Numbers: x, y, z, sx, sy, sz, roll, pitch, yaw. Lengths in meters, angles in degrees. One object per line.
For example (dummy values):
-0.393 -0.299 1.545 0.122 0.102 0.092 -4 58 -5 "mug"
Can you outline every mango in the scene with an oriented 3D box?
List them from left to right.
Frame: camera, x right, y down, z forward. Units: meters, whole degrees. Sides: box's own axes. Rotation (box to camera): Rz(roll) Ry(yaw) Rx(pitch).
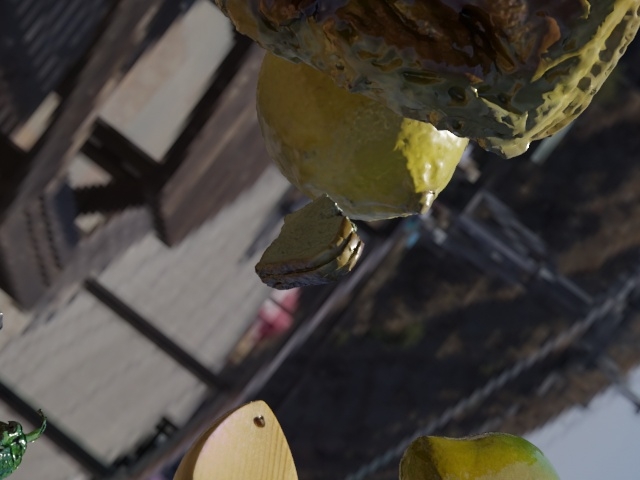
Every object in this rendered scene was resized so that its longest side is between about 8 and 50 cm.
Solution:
0.140 0.227 1.511 0.191 0.122 0.085 2 168 -43 "mango"

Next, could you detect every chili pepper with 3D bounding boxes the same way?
-0.378 0.220 1.733 0.278 0.122 0.065 -4 105 -34 "chili pepper"

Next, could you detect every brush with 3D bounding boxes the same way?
-0.126 0.342 2.276 0.166 0.174 0.267 -50 -162 41 "brush"

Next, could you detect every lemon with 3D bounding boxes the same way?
0.053 -0.162 2.220 0.268 0.322 0.268 -16 162 -5 "lemon"

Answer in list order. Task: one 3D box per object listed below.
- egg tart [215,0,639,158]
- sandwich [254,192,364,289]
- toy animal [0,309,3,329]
0.077 -0.258 1.241 0.153 0.351 0.340 -75 -177 -79 "egg tart"
0.000 0.000 1.552 0.105 0.036 0.093 -6 -136 49 "sandwich"
-0.530 0.139 2.102 0.257 0.194 0.357 -27 -159 22 "toy animal"
